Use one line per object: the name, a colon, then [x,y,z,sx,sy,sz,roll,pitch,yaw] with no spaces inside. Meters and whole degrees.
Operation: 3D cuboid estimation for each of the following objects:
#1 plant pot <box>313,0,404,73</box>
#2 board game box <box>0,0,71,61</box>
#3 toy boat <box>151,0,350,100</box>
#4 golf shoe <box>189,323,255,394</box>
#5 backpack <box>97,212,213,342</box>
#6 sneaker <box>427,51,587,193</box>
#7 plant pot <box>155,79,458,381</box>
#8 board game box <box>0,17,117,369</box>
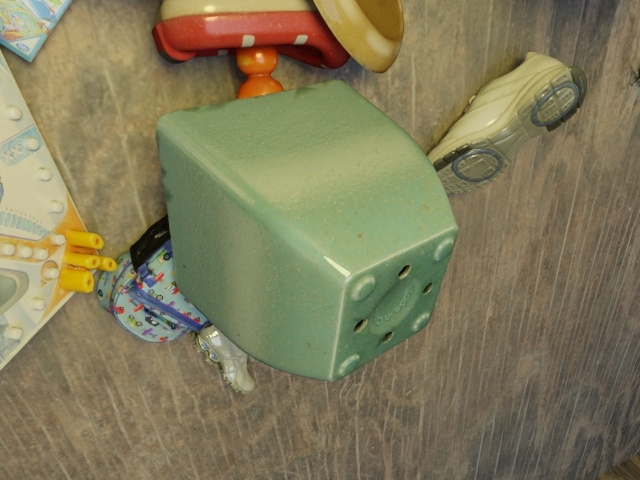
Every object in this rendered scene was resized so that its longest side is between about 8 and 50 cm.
plant pot: [0.041,-0.314,0.565,0.032,0.236,0.236,-17,136,32]
board game box: [-0.344,-0.275,0.494,0.154,0.026,0.103,34,98,-37]
toy boat: [-0.073,-0.215,0.581,0.231,0.151,0.151,-12,109,-21]
golf shoe: [-0.144,0.198,0.842,0.086,0.069,0.176,-37,128,-12]
backpack: [-0.222,0.073,0.698,0.173,0.117,0.158,-41,128,0]
sneaker: [0.286,-0.191,0.822,0.297,0.129,0.111,-37,132,19]
plant pot: [0.000,0.000,0.539,0.247,0.252,0.247,-23,137,-32]
board game box: [-0.366,-0.006,0.420,0.050,0.390,0.389,5,128,16]
